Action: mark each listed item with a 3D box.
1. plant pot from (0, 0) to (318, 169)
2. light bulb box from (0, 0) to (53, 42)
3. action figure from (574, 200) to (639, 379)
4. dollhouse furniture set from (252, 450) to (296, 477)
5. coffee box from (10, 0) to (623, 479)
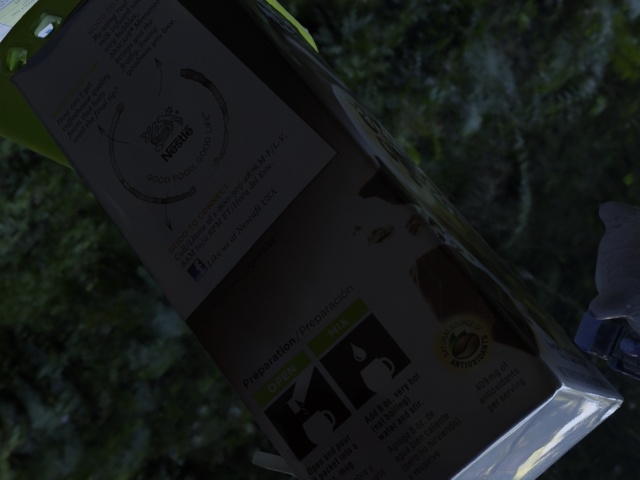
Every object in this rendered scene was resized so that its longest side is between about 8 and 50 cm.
[{"bbox_3d":[-0.138,-0.140,1.075,0.207,0.227,0.228,-65,162,1],"label":"plant pot"},{"bbox_3d":[-0.455,-0.267,1.183,0.358,0.225,0.361,-30,177,10],"label":"light bulb box"},{"bbox_3d":[0.295,0.034,0.722,0.341,0.330,0.178,-158,-102,-69],"label":"action figure"},{"bbox_3d":[0.030,0.326,1.116,0.152,0.201,0.374,3,-108,49],"label":"dollhouse furniture set"},{"bbox_3d":[0.000,0.000,0.608,0.119,0.297,0.168,-43,158,10],"label":"coffee box"}]
